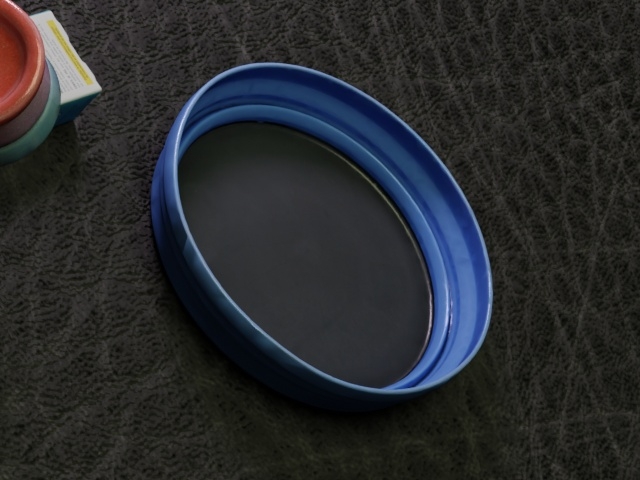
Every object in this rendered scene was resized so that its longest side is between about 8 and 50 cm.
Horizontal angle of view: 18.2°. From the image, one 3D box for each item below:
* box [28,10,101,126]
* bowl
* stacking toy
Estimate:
[{"bbox_3d":[-0.329,-0.138,1.891,0.244,0.060,0.100,-25,78,-47],"label":"box"},{"bbox_3d":[0.000,0.000,2.046,0.391,0.077,0.391,21,48,-25],"label":"bowl"},{"bbox_3d":[-0.381,-0.074,1.738,0.279,0.130,0.309,16,72,8],"label":"stacking toy"}]
